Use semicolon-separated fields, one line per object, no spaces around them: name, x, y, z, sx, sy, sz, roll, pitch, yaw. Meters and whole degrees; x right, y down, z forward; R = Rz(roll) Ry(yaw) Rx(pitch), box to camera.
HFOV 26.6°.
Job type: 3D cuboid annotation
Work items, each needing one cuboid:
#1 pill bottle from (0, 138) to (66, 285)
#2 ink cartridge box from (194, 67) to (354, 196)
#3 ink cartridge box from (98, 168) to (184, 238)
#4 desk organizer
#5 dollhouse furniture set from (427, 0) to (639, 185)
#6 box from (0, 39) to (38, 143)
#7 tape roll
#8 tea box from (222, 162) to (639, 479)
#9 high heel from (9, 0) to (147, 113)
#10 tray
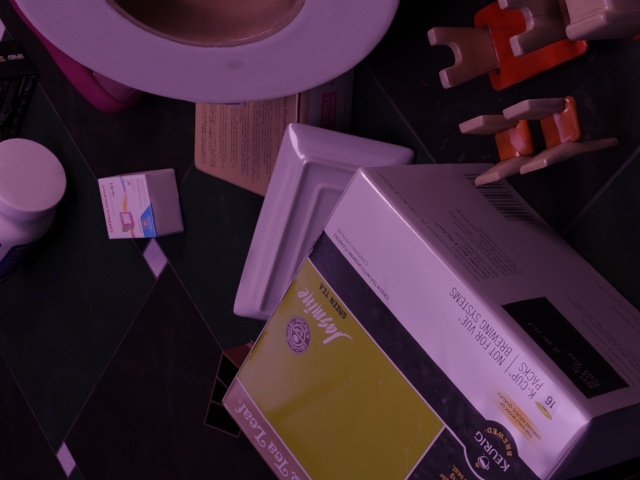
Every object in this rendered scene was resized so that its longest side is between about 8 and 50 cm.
pill bottle;-0.496;-0.039;2.075;0.265;0.153;0.153;-40;71;47
ink cartridge box;-0.055;-0.176;1.565;0.193;0.088;0.234;23;118;42
ink cartridge box;-0.247;-0.049;1.857;0.122;0.052;0.088;-2;100;51
desk organizer;-0.109;0.200;1.771;0.047;0.050;0.130;41;130;35
dollhouse furniture set;0.220;-0.205;1.233;0.259;0.135;0.262;-17;88;62
box;-0.532;-0.209;2.069;0.077;0.147;0.180;53;136;24
tape roll;-0.111;-0.275;1.295;0.392;0.392;0.072;-39;38;48
tea box;0.128;0.150;1.313;0.329;0.220;0.323;50;124;29
high heel;-0.368;-0.308;1.751;0.377;0.127;0.181;48;147;-15
tray;0.000;0.000;1.520;0.030;0.145;0.270;-94;19;-54
